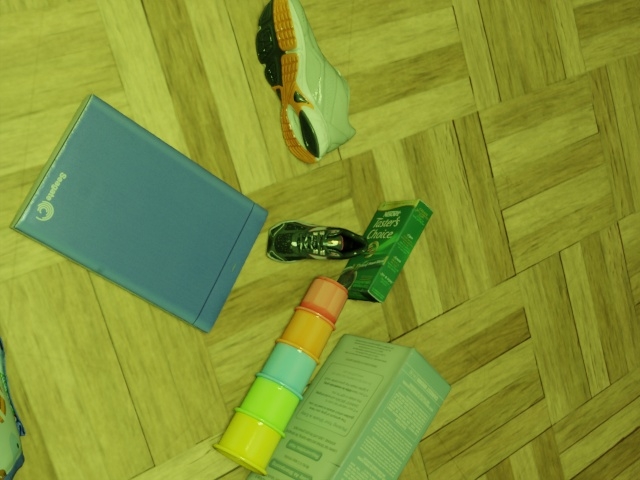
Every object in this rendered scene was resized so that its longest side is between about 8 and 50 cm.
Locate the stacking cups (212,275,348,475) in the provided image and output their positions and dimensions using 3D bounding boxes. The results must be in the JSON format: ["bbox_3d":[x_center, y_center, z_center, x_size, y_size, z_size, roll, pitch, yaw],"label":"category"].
[{"bbox_3d":[-0.056,0.203,1.277,0.096,0.096,0.316,39,65,-28],"label":"stacking cups"}]

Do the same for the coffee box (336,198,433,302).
[{"bbox_3d":[0.103,0.016,1.355,0.040,0.113,0.184,39,72,-24],"label":"coffee box"}]

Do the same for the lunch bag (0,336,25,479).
[{"bbox_3d":[-0.495,0.167,0.871,0.385,0.238,0.328,-29,109,-68],"label":"lunch bag"}]

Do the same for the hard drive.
[{"bbox_3d":[-0.245,-0.031,1.164,0.318,0.040,0.210,34,73,-29],"label":"hard drive"}]

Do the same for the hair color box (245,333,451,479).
[{"bbox_3d":[0.022,0.335,1.261,0.113,0.185,0.375,47,67,-26],"label":"hair color box"}]

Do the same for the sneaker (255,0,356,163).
[{"bbox_3d":[-0.016,-0.263,1.291,0.121,0.099,0.263,-28,113,-38],"label":"sneaker"}]

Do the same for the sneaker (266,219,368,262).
[{"bbox_3d":[0.000,0.000,1.305,0.178,0.077,0.072,-4,92,-33],"label":"sneaker"}]
